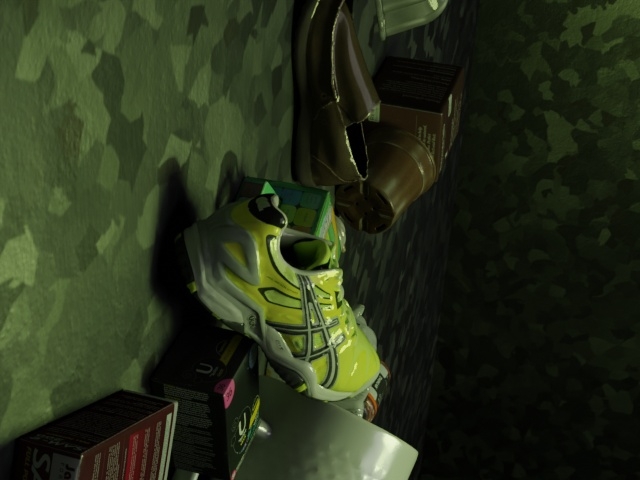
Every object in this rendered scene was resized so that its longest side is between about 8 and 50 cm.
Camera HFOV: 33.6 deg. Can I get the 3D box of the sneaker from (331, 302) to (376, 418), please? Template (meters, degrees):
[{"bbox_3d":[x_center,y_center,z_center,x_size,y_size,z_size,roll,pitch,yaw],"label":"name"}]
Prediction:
[{"bbox_3d":[0.024,0.296,2.030,0.210,0.137,0.366,-74,-179,-59],"label":"sneaker"}]

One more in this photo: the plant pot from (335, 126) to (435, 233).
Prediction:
[{"bbox_3d":[0.117,-0.108,2.071,0.165,0.167,0.167,-53,152,-43],"label":"plant pot"}]

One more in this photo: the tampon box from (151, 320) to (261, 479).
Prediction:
[{"bbox_3d":[-0.145,0.209,1.385,0.120,0.101,0.161,-63,159,-50],"label":"tampon box"}]

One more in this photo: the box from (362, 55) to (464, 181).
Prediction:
[{"bbox_3d":[0.189,-0.254,2.186,0.203,0.167,0.168,-62,159,-48],"label":"box"}]

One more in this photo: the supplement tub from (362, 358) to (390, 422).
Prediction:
[{"bbox_3d":[0.087,0.351,2.399,0.198,0.106,0.106,-57,155,-57],"label":"supplement tub"}]

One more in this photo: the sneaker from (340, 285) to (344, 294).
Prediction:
[{"bbox_3d":[-0.020,0.081,1.828,0.121,0.079,0.217,53,11,-25],"label":"sneaker"}]

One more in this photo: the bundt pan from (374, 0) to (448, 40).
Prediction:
[{"bbox_3d":[0.129,-0.483,1.641,0.331,0.124,0.331,-9,90,-85],"label":"bundt pan"}]

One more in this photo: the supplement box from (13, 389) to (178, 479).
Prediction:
[{"bbox_3d":[-0.235,0.248,1.122,0.239,0.073,0.130,-13,113,-76],"label":"supplement box"}]

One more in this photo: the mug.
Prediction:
[{"bbox_3d":[-0.073,0.387,1.562,0.374,0.276,0.328,37,73,-41],"label":"mug"}]

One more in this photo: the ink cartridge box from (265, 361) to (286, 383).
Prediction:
[{"bbox_3d":[-0.039,0.225,1.833,0.090,0.092,0.143,-23,122,-72],"label":"ink cartridge box"}]

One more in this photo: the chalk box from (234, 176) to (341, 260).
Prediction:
[{"bbox_3d":[-0.056,0.001,1.503,0.213,0.132,0.132,77,28,-59],"label":"chalk box"}]

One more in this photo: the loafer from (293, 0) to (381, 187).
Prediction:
[{"bbox_3d":[0.038,-0.247,1.671,0.134,0.130,0.366,-60,156,-51],"label":"loafer"}]

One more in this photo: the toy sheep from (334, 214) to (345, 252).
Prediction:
[{"bbox_3d":[0.000,0.000,1.823,0.132,0.091,0.091,-53,151,-49],"label":"toy sheep"}]

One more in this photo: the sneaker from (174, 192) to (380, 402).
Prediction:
[{"bbox_3d":[-0.017,0.085,1.363,0.385,0.147,0.145,42,22,-43],"label":"sneaker"}]
